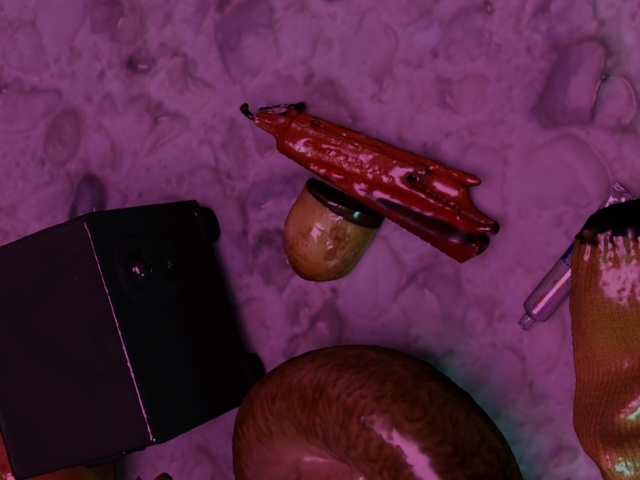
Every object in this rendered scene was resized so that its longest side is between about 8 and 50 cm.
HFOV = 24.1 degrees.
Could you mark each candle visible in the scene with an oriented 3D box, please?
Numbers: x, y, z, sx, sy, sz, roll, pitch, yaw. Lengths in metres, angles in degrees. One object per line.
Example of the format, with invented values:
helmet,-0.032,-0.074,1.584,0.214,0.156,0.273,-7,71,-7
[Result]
candle,0.045,-0.070,1.514,0.301,0.059,0.084,26,94,19

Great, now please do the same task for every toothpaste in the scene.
toothpaste,0.248,0.021,1.454,0.045,0.028,0.170,44,107,20

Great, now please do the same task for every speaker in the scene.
speaker,-0.202,0.096,1.523,0.184,0.254,0.232,-18,87,23

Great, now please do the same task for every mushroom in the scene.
mushroom,0.010,0.261,1.411,0.334,0.356,0.331,1,84,42

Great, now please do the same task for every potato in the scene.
potato,0.000,0.000,1.535,0.096,0.066,0.103,27,106,21

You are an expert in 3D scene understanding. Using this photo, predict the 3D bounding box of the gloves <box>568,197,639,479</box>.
gloves,0.328,0.135,1.363,0.203,0.155,0.356,-9,86,13

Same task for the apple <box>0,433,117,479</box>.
apple,-0.319,0.254,1.621,0.174,0.188,0.188,44,109,19
